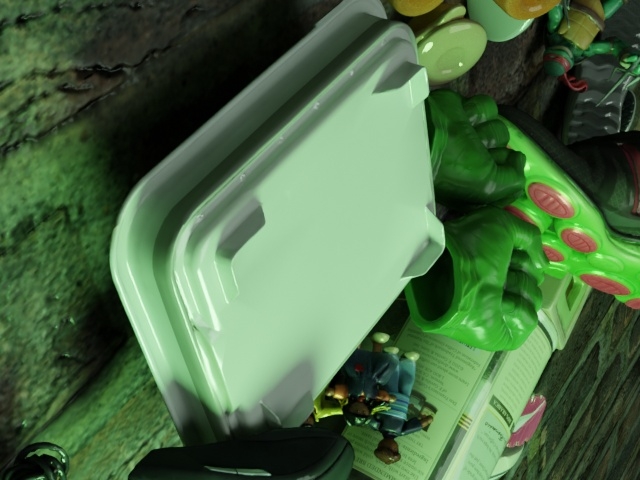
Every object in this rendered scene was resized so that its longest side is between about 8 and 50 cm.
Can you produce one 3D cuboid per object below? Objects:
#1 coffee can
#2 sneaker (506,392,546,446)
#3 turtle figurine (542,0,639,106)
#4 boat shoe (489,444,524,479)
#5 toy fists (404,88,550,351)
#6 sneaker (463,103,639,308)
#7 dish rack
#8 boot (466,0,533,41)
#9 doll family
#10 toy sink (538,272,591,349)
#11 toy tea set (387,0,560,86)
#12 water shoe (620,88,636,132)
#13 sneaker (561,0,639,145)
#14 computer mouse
[{"bbox_3d":[0.113,0.182,1.067,0.275,0.201,0.201,-57,148,-21],"label":"coffee can"},{"bbox_3d":[0.184,0.226,1.325,0.252,0.111,0.103,7,110,-38],"label":"sneaker"},{"bbox_3d":[0.344,-0.291,1.263,0.175,0.118,0.234,34,72,-18],"label":"turtle figurine"},{"bbox_3d":[0.155,0.350,1.345,0.340,0.127,0.158,-9,122,-49],"label":"boat shoe"},{"bbox_3d":[0.153,-0.027,0.974,0.142,0.096,0.279,12,60,-40],"label":"toy fists"},{"bbox_3d":[0.356,-0.056,1.246,0.482,0.185,0.202,25,65,-29],"label":"sneaker"},{"bbox_3d":[0.000,0.000,0.757,0.333,0.072,0.286,-47,142,-33],"label":"dish rack"},{"bbox_3d":[0.237,-0.348,1.065,0.123,0.095,0.258,-29,137,-59],"label":"boot"},{"bbox_3d":[0.019,0.145,0.928,0.076,0.193,0.111,104,-6,-62],"label":"doll family"},{"bbox_3d":[0.337,0.014,1.412,0.234,0.131,0.153,-61,150,-17],"label":"toy sink"},{"bbox_3d":[0.111,-0.294,0.888,0.200,0.124,0.336,-30,150,7],"label":"toy tea set"},{"bbox_3d":[0.440,-0.153,1.567,0.080,0.073,0.203,23,92,-82],"label":"water shoe"},{"bbox_3d":[0.406,-0.237,1.444,0.115,0.105,0.281,116,-3,-82],"label":"sneaker"},{"bbox_3d":[-0.103,0.222,0.725,0.262,0.060,0.184,1,129,-22],"label":"computer mouse"}]
